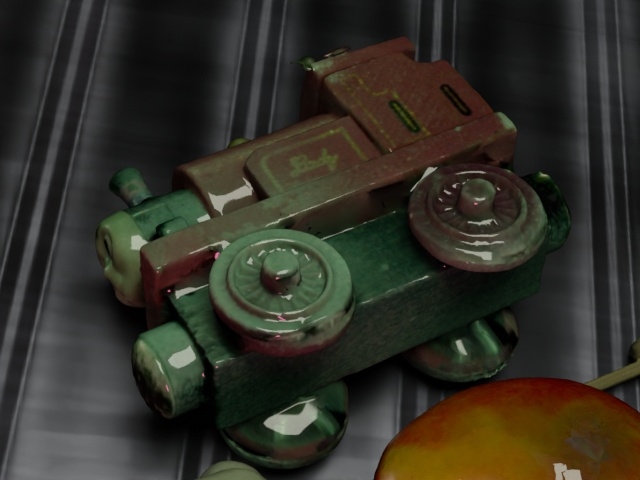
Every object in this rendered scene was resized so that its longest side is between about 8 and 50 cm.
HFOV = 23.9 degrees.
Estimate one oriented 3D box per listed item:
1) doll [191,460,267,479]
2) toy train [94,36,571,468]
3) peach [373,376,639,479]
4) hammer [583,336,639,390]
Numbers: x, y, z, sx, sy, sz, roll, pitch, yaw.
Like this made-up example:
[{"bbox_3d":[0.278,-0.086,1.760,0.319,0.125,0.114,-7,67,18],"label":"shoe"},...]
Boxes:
[{"bbox_3d":[-0.032,0.232,0.798,0.155,0.113,0.275,-12,58,-22],"label":"doll"},{"bbox_3d":[0.000,0.000,0.963,0.304,0.150,0.221,-21,52,-23],"label":"toy train"},{"bbox_3d":[0.123,0.172,0.869,0.190,0.192,0.190,-14,59,24],"label":"peach"},{"bbox_3d":[0.156,0.115,0.982,0.195,0.028,0.060,-19,67,-19],"label":"hammer"}]
